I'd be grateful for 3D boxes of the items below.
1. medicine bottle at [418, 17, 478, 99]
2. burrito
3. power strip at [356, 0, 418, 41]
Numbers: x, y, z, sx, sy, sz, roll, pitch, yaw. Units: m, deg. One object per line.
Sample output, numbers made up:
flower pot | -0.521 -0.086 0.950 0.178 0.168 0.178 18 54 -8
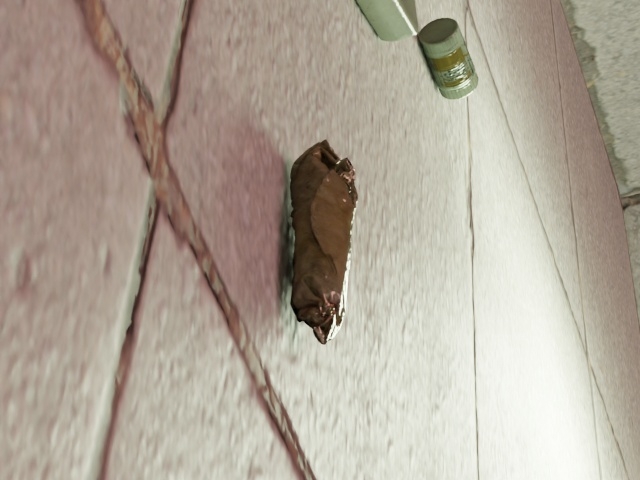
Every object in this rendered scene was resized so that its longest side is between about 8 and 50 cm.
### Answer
medicine bottle | 0.141 -0.199 2.019 0.047 0.047 0.083 -89 160 -47
burrito | 0.002 -0.001 1.259 0.058 0.045 0.188 56 24 -37
power strip | 0.038 -0.284 1.693 0.270 0.046 0.118 50 29 -63
